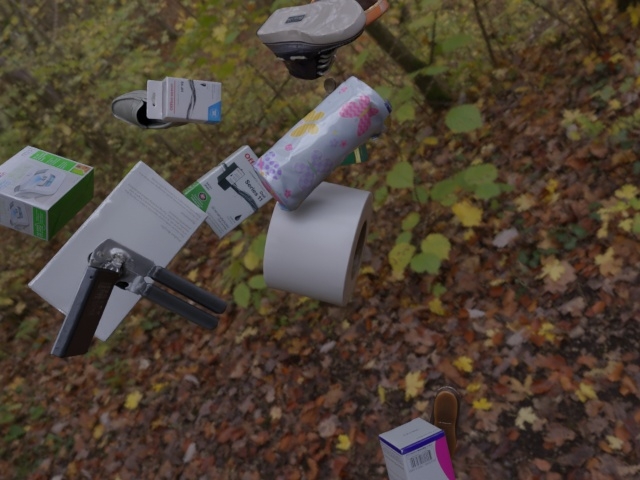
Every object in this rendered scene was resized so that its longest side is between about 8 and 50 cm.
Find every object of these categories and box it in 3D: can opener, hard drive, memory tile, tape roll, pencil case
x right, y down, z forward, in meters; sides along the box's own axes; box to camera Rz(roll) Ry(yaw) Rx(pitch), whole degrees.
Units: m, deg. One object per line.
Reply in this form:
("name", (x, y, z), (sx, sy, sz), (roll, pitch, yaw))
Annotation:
("can opener", (-0.328, 0.089, 1.343), (0.075, 0.284, 0.095), (-64, 18, -15))
("hard drive", (-0.346, 0.105, 0.994), (0.094, 0.022, 0.135), (76, -145, -84))
("memory tile", (0.063, -0.334, 1.656), (0.148, 0.113, 0.012), (27, 36, 35))
("tape roll", (0.000, 0.000, 1.393), (0.169, 0.246, 0.246), (14, 59, 10))
("pencil case", (0.004, -0.177, 1.243), (0.273, 0.124, 0.113), (-41, 44, -2))

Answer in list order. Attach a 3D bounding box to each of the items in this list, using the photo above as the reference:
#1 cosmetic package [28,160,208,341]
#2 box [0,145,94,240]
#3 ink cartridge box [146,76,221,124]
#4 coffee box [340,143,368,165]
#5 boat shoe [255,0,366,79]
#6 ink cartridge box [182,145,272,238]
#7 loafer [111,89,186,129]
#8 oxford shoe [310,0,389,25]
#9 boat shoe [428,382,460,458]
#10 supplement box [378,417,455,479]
("cosmetic package", (-0.472, 0.029, 1.596), (0.385, 0.217, 0.156), (-51, 9, -15))
("box", (-0.850, -0.145, 2.020), (0.262, 0.231, 0.126), (-65, -6, -53))
("ink cartridge box", (-0.350, -0.359, 1.731), (0.060, 0.180, 0.104), (-176, 86, -64))
("coffee box", (0.035, -0.252, 1.773), (0.184, 0.113, 0.040), (-1, 14, 39))
("boat shoe", (0.007, -0.454, 1.548), (0.341, 0.158, 0.127), (21, 69, 49))
("ink cartridge box", (-0.227, -0.128, 1.738), (0.208, 0.153, 0.087), (-40, 15, -7))
("loafer", (-0.538, -0.400, 2.077), (0.320, 0.112, 0.111), (7, 29, 32))
("oxford shoe", (0.005, -0.619, 1.860), (0.364, 0.132, 0.130), (-19, 32, 30))
("boat shoe", (0.289, 0.434, 1.573), (0.073, 0.073, 0.206), (-36, -42, -71))
("supplement box", (0.221, 0.521, 1.473), (0.111, 0.219, 0.114), (-17, 8, -21))
